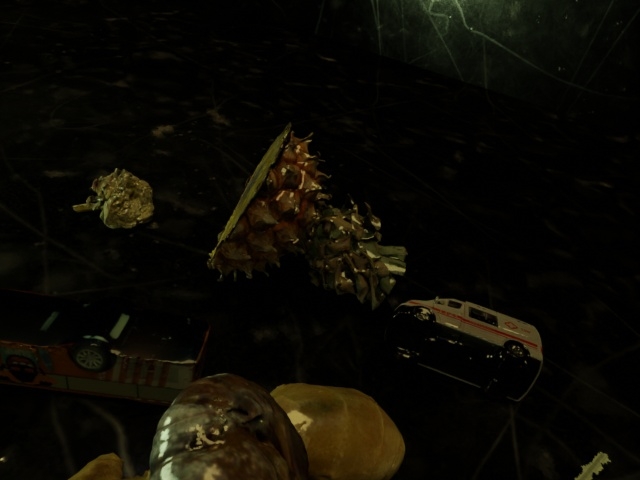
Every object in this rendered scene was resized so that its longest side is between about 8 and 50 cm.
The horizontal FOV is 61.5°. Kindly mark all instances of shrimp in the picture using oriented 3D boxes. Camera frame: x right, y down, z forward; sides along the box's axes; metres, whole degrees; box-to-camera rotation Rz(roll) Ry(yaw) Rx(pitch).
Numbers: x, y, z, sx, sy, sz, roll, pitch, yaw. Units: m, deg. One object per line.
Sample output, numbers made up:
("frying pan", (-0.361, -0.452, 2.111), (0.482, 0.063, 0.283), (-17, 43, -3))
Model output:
("shrimp", (-0.040, 0.247, 0.334), (0.116, 0.145, 0.343), (-23, 53, 13))

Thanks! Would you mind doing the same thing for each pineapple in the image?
("pineapple", (0.000, 0.000, 0.820), (0.271, 0.262, 0.263), (30, 31, -13))

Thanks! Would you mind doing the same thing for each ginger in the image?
("ginger", (-0.094, 0.243, 0.479), (0.347, 0.122, 0.363), (21, 44, 0))

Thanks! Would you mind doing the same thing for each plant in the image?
("plant", (-0.350, -0.061, 0.911), (0.121, 0.105, 0.116), (-15, -11, 16))

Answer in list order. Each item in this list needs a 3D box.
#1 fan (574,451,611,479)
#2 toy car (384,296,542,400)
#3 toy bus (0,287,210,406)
("fan", (0.225, 0.313, 0.562), (0.329, 0.009, 0.190), (-24, 46, -37))
("toy car", (0.196, 0.134, 0.749), (0.209, 0.090, 0.108), (19, 34, 8))
("toy bus", (-0.338, 0.112, 0.623), (0.408, 0.092, 0.093), (9, 32, -3))
